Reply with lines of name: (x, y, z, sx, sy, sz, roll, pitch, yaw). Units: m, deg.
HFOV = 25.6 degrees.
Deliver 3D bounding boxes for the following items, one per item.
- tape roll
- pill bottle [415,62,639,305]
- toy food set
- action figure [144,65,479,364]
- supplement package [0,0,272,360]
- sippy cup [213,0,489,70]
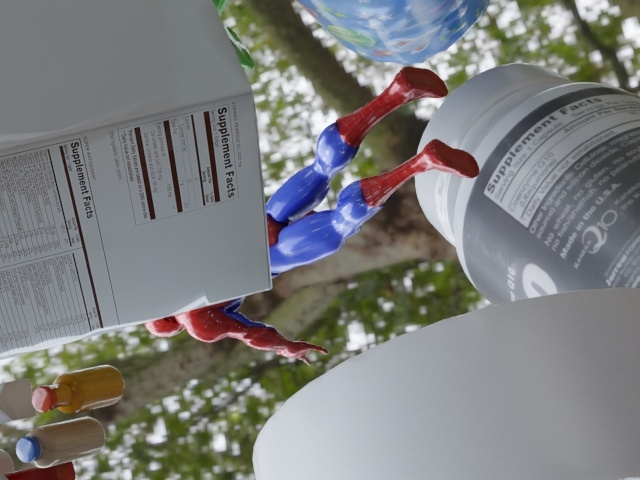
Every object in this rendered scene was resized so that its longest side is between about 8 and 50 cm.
tape roll: (0.110, 0.137, 0.762, 0.286, 0.286, 0.100, 19, -133, -44)
pill bottle: (0.229, 0.001, 1.078, 0.204, 0.361, 0.204, -11, -61, -21)
toy food set: (-0.305, 0.194, 1.371, 0.104, 0.232, 0.111, -3, -99, -61)
action figure: (0.000, 0.000, 0.951, 0.139, 0.280, 0.091, 14, -129, -50)
supplement package: (-0.153, -0.060, 0.764, 0.149, 0.203, 0.194, 87, 165, -46)
sippy cup: (0.052, -0.271, 1.221, 0.224, 0.305, 0.240, 51, -140, -63)
